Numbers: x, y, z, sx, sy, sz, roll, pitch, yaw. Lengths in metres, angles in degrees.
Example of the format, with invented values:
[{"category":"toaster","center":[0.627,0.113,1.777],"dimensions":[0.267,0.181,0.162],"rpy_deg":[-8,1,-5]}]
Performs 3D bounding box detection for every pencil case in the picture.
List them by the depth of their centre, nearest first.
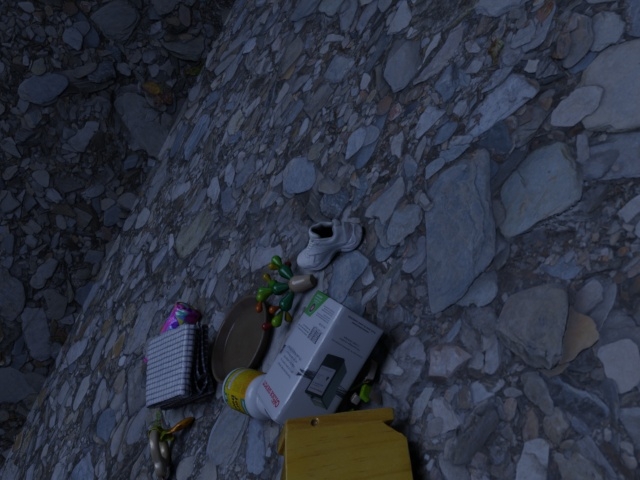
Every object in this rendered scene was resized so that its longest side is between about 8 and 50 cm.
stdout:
[{"category":"pencil case","center":[-0.508,0.328,2.349],"dimensions":[0.236,0.104,0.104],"rpy_deg":[-60,31,1]}]

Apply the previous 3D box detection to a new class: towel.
[{"category":"towel","center":[-0.443,0.398,2.148],"dimensions":[0.283,0.121,0.235],"rpy_deg":[-29,54,45]}]

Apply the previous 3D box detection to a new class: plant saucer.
[{"category":"plant saucer","center":[-0.232,0.295,2.019],"dimensions":[0.277,0.041,0.278],"rpy_deg":[-35,40,36]}]

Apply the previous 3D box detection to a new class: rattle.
[{"category":"rattle","center":[-0.442,0.654,2.061],"dimensions":[0.130,0.142,0.200],"rpy_deg":[106,153,-55]}]

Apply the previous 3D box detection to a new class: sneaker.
[{"category":"sneaker","center":[0.000,0.000,1.830],"dimensions":[0.232,0.115,0.091],"rpy_deg":[-35,40,38]}]

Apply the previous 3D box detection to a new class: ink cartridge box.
[{"category":"ink cartridge box","center":[-0.009,0.279,1.560],"dimensions":[0.289,0.121,0.211],"rpy_deg":[-58,17,-3]}]

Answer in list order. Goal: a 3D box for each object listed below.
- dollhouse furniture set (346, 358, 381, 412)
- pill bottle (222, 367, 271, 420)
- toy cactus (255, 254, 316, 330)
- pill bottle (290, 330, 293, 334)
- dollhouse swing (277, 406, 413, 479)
[{"category":"dollhouse furniture set","center":[0.101,0.341,1.503],"dimensions":[0.076,0.058,0.152],"rpy_deg":[-44,15,40]},{"category":"pill bottle","center":[-0.159,0.397,1.752],"dimensions":[0.208,0.117,0.118],"rpy_deg":[-1,65,56]},{"category":"toy cactus","center":[-0.093,0.139,1.903],"dimensions":[0.180,0.112,0.219],"rpy_deg":[-16,48,27]},{"category":"pill bottle","center":[-0.047,0.278,1.711],"dimensions":[0.087,0.087,0.160],"rpy_deg":[17,80,59]},{"category":"dollhouse swing","center":[0.040,0.578,1.373],"dimensions":[0.314,0.305,0.347],"rpy_deg":[-8,48,4]}]
